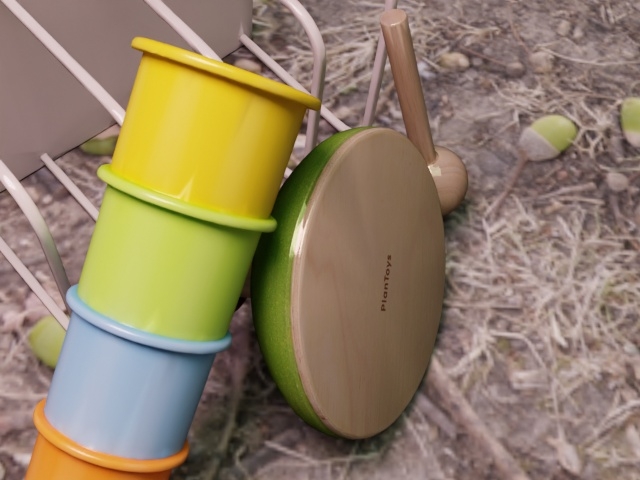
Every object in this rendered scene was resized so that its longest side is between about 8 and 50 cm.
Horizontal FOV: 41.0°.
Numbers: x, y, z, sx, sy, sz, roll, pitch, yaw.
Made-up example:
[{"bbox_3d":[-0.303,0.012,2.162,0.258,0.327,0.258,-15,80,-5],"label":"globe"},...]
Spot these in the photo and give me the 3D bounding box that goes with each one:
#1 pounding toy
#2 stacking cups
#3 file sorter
[{"bbox_3d":[0.000,0.000,0.540,0.110,0.183,0.237,4,57,31],"label":"pounding toy"},{"bbox_3d":[-0.093,0.066,0.420,0.096,0.096,0.316,19,95,8],"label":"stacking cups"},{"bbox_3d":[-0.106,-0.098,0.562,0.278,0.193,0.173,-38,70,-24],"label":"file sorter"}]
